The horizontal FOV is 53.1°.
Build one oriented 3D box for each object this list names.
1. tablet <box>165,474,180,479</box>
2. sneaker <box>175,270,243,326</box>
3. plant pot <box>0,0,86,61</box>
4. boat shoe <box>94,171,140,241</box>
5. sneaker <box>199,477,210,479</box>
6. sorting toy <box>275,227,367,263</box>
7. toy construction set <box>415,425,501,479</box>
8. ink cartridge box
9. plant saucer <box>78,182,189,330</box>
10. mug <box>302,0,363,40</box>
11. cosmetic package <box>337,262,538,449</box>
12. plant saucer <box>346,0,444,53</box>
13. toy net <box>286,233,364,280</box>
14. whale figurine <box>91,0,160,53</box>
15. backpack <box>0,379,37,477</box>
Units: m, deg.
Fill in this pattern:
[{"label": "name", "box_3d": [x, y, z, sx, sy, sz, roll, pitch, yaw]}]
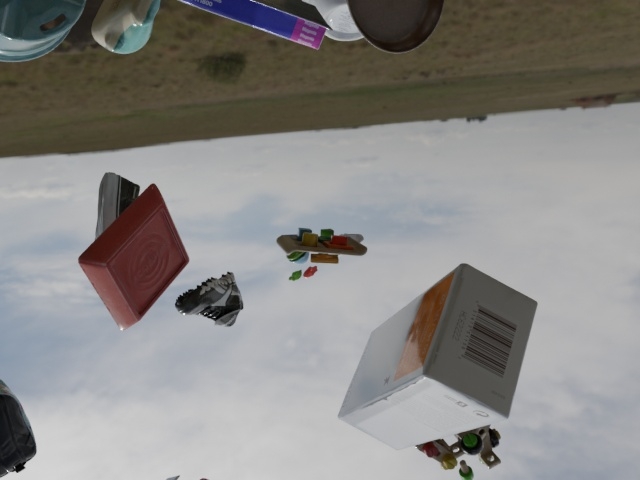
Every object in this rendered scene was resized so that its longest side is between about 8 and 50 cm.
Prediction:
[{"label": "tablet", "box_3d": [-0.366, 0.582, 1.521, 0.054, 0.006, 0.083, -46, -174, -39]}, {"label": "sneaker", "box_3d": [-0.211, 0.130, 1.297, 0.078, 0.106, 0.234, -30, 178, 14]}, {"label": "plant pot", "box_3d": [-0.671, -0.562, 1.390, 0.341, 0.341, 0.334, -11, -160, -29]}, {"label": "boat shoe", "box_3d": [-0.509, -0.042, 1.646, 0.119, 0.335, 0.121, 11, 140, -27]}, {"label": "sneaker", "box_3d": [-0.299, 0.704, 1.757, 0.063, 0.075, 0.170, 16, 155, 21]}, {"label": "sorting toy", "box_3d": [0.000, 0.000, 1.568, 0.196, 0.047, 0.348, 1, -170, -14]}, {"label": "toy construction set", "box_3d": [0.362, 0.550, 1.793, 0.309, 0.237, 0.257, 11, -133, 44]}, {"label": "ink cartridge box", "box_3d": [-0.153, -0.488, 1.326, 0.324, 0.071, 0.330, 15, -155, -14]}, {"label": "plant saucer", "box_3d": [-0.404, 0.045, 1.469, 0.048, 0.259, 0.258, 16, -128, 26]}, {"label": "mug", "box_3d": [0.034, -0.750, 1.743, 0.276, 0.328, 0.374, -21, 157, 37]}, {"label": "cosmetic package", "box_3d": [0.207, 0.245, 1.245, 0.161, 0.230, 0.453, 28, 151, -4]}, {"label": "plant saucer", "box_3d": [0.182, -0.632, 1.613, 0.310, 0.310, 0.050, -11, -163, -29]}, {"label": "toy net", "box_3d": [0.007, 0.031, 1.727, 0.232, 0.045, 0.122, -22, -148, 27]}, {"label": "whale figurine", "box_3d": [-0.496, -0.588, 1.712, 0.272, 0.216, 0.141, 7, 161, 46]}, {"label": "backpack", "box_3d": [-0.860, 0.472, 1.610, 0.225, 0.253, 0.191, -26, -140, -35]}]
